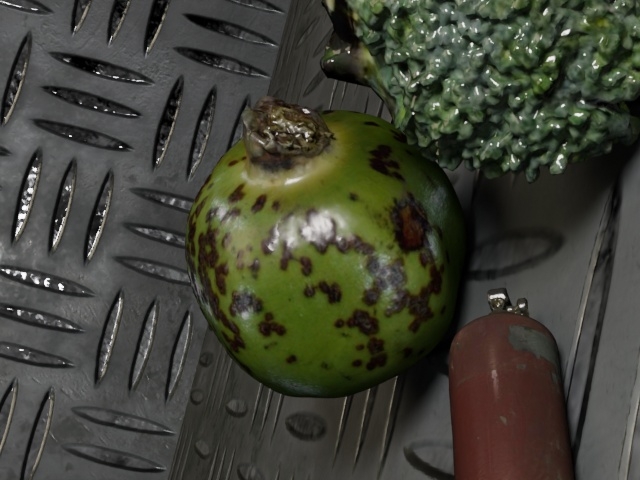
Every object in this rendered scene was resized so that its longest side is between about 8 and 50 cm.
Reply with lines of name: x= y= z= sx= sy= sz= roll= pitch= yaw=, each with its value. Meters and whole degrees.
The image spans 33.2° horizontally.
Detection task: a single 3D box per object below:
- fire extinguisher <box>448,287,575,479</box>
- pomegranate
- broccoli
fire extinguisher: x=0.116 y=0.128 z=0.647 sx=0.268 sy=0.072 sz=0.089 roll=-86 pitch=-19 yaw=-44
pomegranate: x=0.000 y=0.000 z=0.889 sx=0.254 sy=0.254 sz=0.271 roll=-86 pitch=-16 yaw=-44
broccoli: x=0.121 y=-0.178 z=0.700 sx=0.243 sy=0.247 sz=0.263 roll=-32 pitch=-76 yaw=-60
